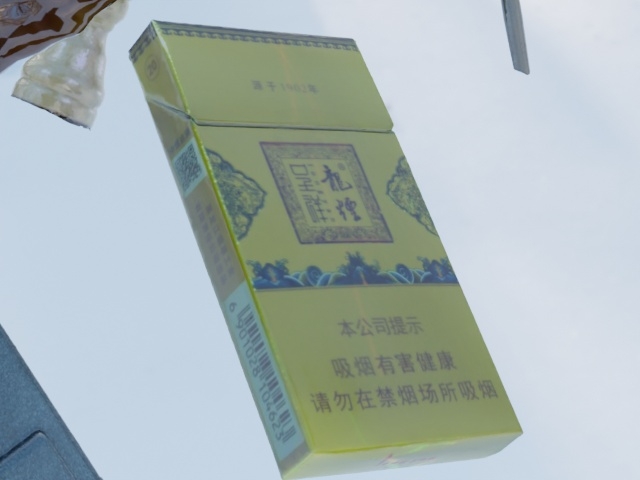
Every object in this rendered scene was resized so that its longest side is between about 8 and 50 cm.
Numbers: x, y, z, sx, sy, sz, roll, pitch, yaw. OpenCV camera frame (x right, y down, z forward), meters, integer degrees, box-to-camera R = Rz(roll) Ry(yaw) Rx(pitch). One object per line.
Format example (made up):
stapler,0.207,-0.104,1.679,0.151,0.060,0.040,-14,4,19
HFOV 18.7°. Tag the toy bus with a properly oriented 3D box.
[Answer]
toy bus,-0.289,0.164,1.538,0.138,0.275,0.167,-37,9,-40

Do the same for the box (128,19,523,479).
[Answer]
box,0.000,0.001,1.106,0.153,0.041,0.279,-1,59,-38

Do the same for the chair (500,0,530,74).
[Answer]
chair,0.237,-0.268,1.522,0.188,0.272,0.166,14,43,34

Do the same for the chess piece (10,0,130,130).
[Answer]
chess piece,-0.172,-0.148,1.416,0.066,0.122,0.066,25,1,-1

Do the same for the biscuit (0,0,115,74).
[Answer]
biscuit,-0.282,-0.198,0.890,0.395,0.343,0.166,-26,22,16
